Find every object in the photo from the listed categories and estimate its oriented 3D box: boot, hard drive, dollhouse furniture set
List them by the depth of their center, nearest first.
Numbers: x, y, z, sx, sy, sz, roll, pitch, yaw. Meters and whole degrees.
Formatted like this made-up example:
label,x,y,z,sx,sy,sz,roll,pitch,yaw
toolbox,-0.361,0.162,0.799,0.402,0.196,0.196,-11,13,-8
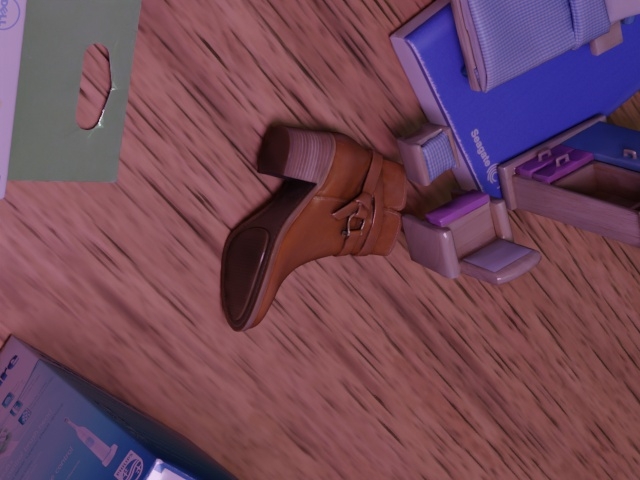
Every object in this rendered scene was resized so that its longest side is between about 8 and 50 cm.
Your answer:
label,x,y,z,sx,sy,sz,roll,pitch,yaw
dollhouse furniture set,0.214,-0.148,1.275,0.286,0.198,0.303,-27,117,-26
boot,0.000,0.000,1.317,0.152,0.073,0.197,14,99,-39
hard drive,0.233,-0.202,1.422,0.319,0.040,0.210,-39,121,-17

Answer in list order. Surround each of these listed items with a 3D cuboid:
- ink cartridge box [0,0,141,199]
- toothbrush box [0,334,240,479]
label,x,y,z,sx,sy,sz,roll,pitch,yaw
ink cartridge box,-0.247,-0.118,1.127,0.235,0.056,0.171,0,109,-31
toothbrush box,-0.147,0.213,1.148,0.216,0.295,0.126,37,84,-35
